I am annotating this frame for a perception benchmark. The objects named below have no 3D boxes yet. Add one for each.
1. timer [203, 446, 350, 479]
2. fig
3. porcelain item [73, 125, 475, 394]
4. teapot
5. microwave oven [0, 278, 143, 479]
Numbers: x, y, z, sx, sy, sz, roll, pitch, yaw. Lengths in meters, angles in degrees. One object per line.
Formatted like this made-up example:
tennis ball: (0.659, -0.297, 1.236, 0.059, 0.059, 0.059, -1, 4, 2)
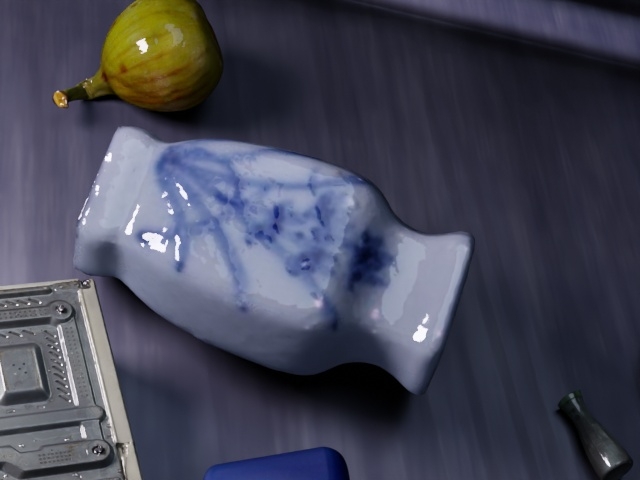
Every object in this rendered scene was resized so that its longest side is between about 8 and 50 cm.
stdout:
timer: (-0.161, 0.323, 1.366, 0.383, 0.270, 0.270, 0, 52, -3)
fig: (-0.208, -0.210, 1.850, 0.142, 0.186, 0.148, 46, 23, -30)
porcelain item: (-0.049, 0.014, 1.638, 0.405, 0.178, 0.242, 19, 72, 1)
teapot: (0.307, 0.219, 1.714, 0.043, 0.043, 0.110, -13, 53, -26)
microwave oven: (-0.293, 0.174, 1.492, 0.194, 0.145, 0.240, -3, 54, -23)
